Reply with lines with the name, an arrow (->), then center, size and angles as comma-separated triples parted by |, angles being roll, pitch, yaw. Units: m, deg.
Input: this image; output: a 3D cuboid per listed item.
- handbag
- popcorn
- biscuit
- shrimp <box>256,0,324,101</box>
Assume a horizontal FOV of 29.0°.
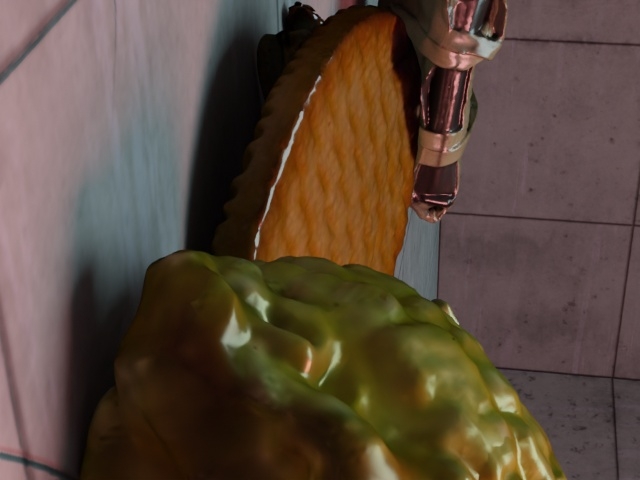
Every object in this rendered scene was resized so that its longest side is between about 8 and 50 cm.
handbag -> 0.119, -0.206, 1.312 | 0.253, 0.109, 0.315 | -106, -158, -56
popcorn -> -0.010, 0.116, 0.566 | 0.251, 0.206, 0.237 | 45, 57, -36
biscuit -> 0.000, 0.000, 0.827 | 0.318, 0.040, 0.317 | 15, 90, -71
shrimp -> -0.005, -0.104, 0.940 | 0.253, 0.058, 0.173 | 81, 9, -57
